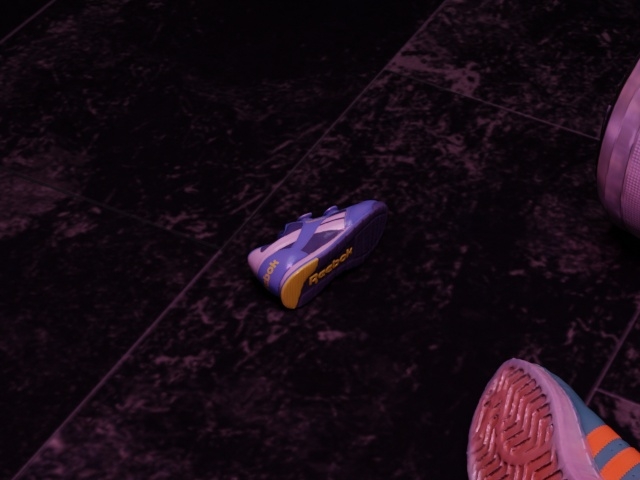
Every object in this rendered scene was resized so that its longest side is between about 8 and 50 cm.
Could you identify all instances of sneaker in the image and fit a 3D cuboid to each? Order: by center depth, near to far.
[{"bbox_3d":[0.198,0.193,1.284,0.121,0.108,0.302,22,20,-27],"label":"sneaker"},{"bbox_3d":[0.000,0.000,1.533,0.059,0.053,0.144,29,42,30],"label":"sneaker"}]

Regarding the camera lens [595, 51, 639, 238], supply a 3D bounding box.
[{"bbox_3d":[0.382,-0.063,1.527,0.274,0.219,0.219,30,44,28],"label":"camera lens"}]
